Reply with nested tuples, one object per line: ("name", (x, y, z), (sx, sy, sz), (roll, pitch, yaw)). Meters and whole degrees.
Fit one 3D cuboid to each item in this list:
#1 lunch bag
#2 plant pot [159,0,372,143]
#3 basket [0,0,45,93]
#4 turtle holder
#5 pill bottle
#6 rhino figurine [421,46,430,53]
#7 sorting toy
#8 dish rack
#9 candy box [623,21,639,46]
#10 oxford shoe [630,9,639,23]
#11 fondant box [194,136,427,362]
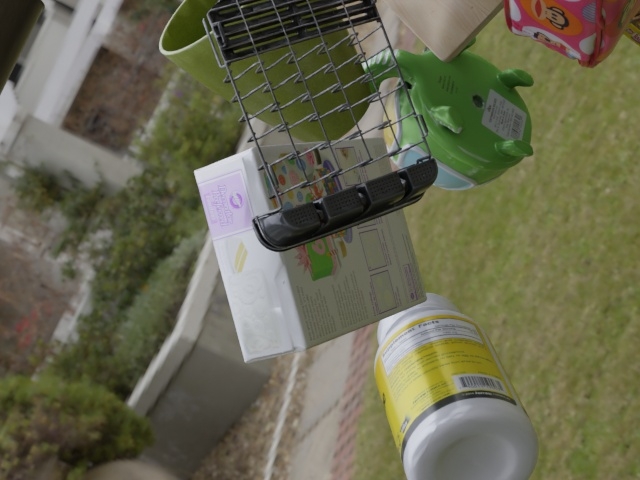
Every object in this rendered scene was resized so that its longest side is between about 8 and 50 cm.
("lunch bag", (0.272, -0.316, 0.947), (0.258, 0.120, 0.293), (-58, -16, -4))
("plant pot", (-0.059, -0.297, 1.694), (0.275, 0.293, 0.274), (-32, 31, 22))
("basket", (-0.506, -0.255, 1.442), (0.154, 0.204, 0.226), (8, 80, 43))
("turtle holder", (0.205, -0.209, 1.854), (0.227, 0.320, 0.243), (-38, 57, 51))
("pill bottle", (0.184, 0.223, 1.553), (0.187, 0.188, 0.334), (-59, 22, 21))
("rhino figurine", (0.225, -0.416, 1.930), (0.106, 0.073, 0.243), (-22, -47, -40))
("sorting toy", (0.192, -0.424, 1.497), (0.255, 0.257, 0.089), (-45, -18, 15))
("dish rack", (-0.003, -0.145, 1.096), (0.208, 0.271, 0.074), (-20, -1, -23))
("candy box", (0.526, -0.396, 1.819), (0.027, 0.206, 0.105), (-39, 37, 37))
("oxford shoe", (0.439, -0.343, 1.412), (0.212, 0.076, 0.076), (-3, 64, 33))
("fondant box", (0.000, 0.000, 1.333), (0.096, 0.238, 0.330), (-16, -1, 30))
